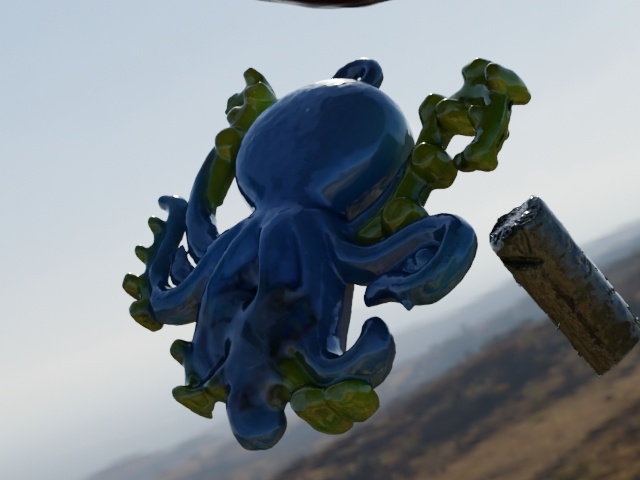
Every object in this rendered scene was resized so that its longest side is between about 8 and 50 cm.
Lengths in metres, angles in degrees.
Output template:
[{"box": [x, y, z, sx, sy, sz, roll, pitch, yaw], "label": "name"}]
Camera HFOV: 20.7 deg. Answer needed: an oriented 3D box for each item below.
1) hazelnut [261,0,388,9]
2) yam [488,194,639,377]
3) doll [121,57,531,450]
[{"box": [-0.007, -0.336, 1.185, 0.429, 0.402, 0.402, 1, 2, 11], "label": "hazelnut"}, {"box": [0.175, 0.032, 1.246, 0.054, 0.132, 0.054, -39, 4, 4], "label": "yam"}, {"box": [0.000, 0.000, 1.268, 0.346, 0.341, 0.099, -11, -36, 42], "label": "doll"}]
